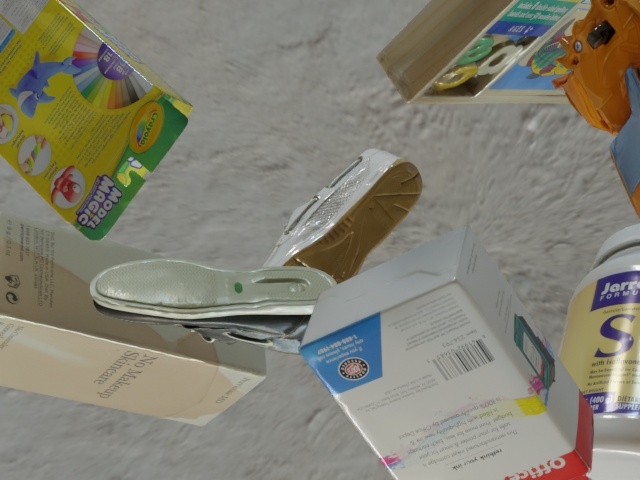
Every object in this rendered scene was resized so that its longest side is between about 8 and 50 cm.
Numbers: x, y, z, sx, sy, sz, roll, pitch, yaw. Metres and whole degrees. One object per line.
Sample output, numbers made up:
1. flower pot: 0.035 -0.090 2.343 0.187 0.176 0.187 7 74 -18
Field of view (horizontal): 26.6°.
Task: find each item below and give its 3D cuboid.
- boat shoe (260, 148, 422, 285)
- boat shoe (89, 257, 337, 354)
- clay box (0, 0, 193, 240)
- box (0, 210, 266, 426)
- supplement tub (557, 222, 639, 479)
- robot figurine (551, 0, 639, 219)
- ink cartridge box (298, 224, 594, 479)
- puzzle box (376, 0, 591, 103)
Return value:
1. boat shoe: 0.000 0.000 1.622 0.277 0.098 0.096 -44 42 -10
2. boat shoe: -0.102 0.069 1.281 0.233 0.084 0.079 4 127 -2
3. clay box: -0.198 -0.106 1.074 0.222 0.053 0.127 42 100 24
4. box: -0.223 0.088 1.413 0.311 0.148 0.121 16 51 -30
5. supplement tub: 0.391 0.165 1.569 0.241 0.241 0.331 17 52 6
6. robot figurine: 0.229 0.009 0.529 0.211 0.085 0.291 -16 64 -32
7. ink cartridge box: 0.106 0.119 0.981 0.134 0.078 0.231 -25 112 26
8. puzzle box: 0.260 -0.216 1.133 0.272 0.409 0.052 -44 68 33
